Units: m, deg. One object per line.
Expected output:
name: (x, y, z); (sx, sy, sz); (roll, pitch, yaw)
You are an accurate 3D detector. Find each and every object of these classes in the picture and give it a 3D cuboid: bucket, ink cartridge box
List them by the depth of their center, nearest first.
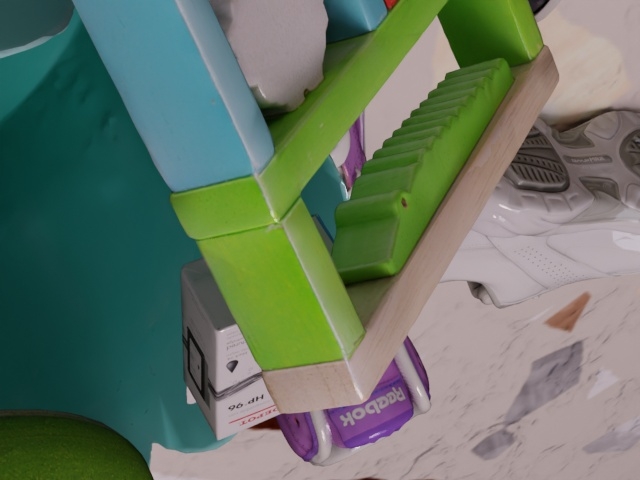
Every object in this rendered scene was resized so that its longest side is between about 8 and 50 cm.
ink cartridge box: (-0.018, 0.034, 0.530); (0.048, 0.028, 0.083); (-21, 148, -18)
bucket: (-0.144, -0.024, 0.543); (0.281, 0.183, 0.281); (-23, 148, -15)

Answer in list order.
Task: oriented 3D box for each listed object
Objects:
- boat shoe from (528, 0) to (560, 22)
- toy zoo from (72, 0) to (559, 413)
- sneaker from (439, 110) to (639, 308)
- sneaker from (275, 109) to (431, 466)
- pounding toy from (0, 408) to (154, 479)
boat shoe: (0.109, -0.147, 0.732); (0.038, 0.046, 0.125); (23, 148, -3)
toy zoo: (-0.023, -0.127, 0.441); (0.030, 0.293, 0.192); (-12, -155, 31)
sneaker: (0.133, -0.010, 0.915); (0.232, 0.090, 0.115); (7, 139, -34)
sneaker: (0.001, 0.000, 0.727); (0.102, 0.161, 0.282); (-24, 147, -10)
pounding toy: (-0.136, 0.149, 0.508); (0.237, 0.110, 0.183); (9, 131, -49)
